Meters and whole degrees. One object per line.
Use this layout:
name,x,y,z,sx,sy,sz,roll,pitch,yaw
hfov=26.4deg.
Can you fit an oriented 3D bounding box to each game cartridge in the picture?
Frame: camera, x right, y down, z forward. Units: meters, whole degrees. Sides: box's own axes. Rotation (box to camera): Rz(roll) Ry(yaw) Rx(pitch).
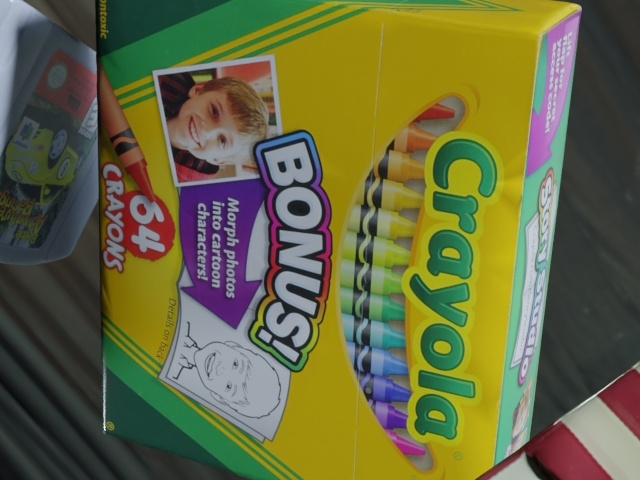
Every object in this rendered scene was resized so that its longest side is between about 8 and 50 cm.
game cartridge,-0.246,-0.078,1.127,0.196,0.060,0.294,-60,-15,0

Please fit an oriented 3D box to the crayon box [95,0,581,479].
crayon box,0.000,0.000,0.957,0.313,0.362,0.106,13,24,24

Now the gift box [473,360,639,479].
gift box,0.153,0.165,0.338,0.255,0.276,0.258,-38,58,1
